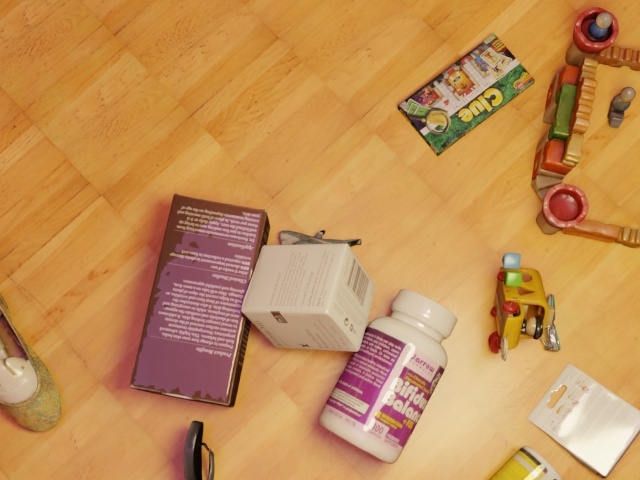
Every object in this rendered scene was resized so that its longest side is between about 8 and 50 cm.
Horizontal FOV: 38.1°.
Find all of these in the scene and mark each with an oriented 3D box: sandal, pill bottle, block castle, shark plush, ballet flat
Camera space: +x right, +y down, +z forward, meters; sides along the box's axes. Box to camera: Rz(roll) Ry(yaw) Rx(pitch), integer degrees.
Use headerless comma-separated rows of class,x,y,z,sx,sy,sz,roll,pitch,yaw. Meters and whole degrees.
sandal,-0.223,0.465,1.747,0.055,0.097,0.254,-1,89,2
pill bottle,0.355,0.479,1.723,0.184,0.103,0.103,-42,81,-7
pill bottle,0.135,0.250,1.741,0.169,0.169,0.301,28,81,6
block castle,0.598,-0.213,1.807,0.303,0.213,0.453,12,79,4
shark plush,0.000,0.000,1.857,0.161,0.073,0.067,-11,48,4
ballet flat,0.446,0.162,1.822,0.041,0.041,0.114,-4,77,0
ballet flat,-0.622,0.218,1.791,0.123,0.123,0.348,-31,80,-5

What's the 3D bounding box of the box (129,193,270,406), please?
box,-0.224,0.119,1.793,0.191,0.143,0.381,11,77,3

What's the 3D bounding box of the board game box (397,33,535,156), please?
board game box,0.303,-0.304,1.925,0.260,0.030,0.136,-38,82,-6

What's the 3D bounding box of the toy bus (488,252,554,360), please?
toy bus,0.385,0.136,1.749,0.105,0.191,0.202,4,78,2

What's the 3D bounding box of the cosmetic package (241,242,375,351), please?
cosmetic package,-0.019,0.107,1.734,0.184,0.151,0.151,-2,55,29

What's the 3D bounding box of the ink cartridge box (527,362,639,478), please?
ink cartridge box,0.515,0.348,1.790,0.179,0.045,0.145,35,81,26
